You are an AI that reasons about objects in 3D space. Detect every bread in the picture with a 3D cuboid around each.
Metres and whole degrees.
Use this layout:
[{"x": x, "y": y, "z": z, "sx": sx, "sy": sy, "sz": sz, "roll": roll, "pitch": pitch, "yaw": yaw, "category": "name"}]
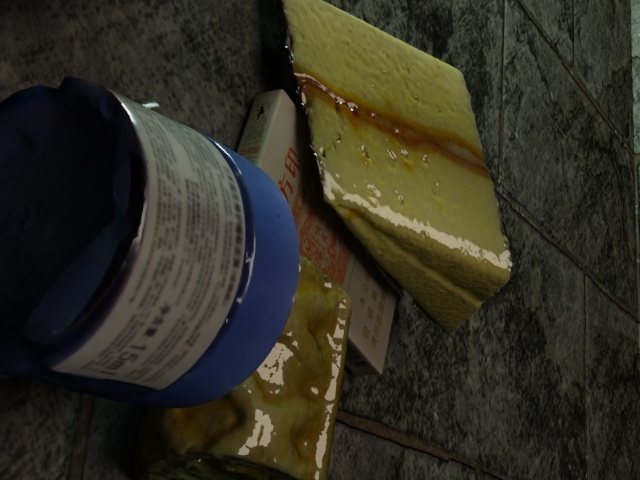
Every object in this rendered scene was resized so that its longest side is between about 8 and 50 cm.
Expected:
[{"x": 0.063, "y": -0.100, "z": 1.454, "sx": 0.404, "sy": 0.242, "sz": 0.346, "roll": 13, "pitch": 59, "yaw": -26, "category": "bread"}, {"x": -0.081, "y": 0.139, "z": 1.079, "sx": 0.238, "sy": 0.196, "sz": 0.252, "roll": 44, "pitch": 45, "yaw": -40, "category": "bread"}]

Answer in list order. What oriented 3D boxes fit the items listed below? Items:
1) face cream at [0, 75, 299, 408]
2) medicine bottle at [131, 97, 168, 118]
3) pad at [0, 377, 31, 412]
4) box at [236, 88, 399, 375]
[{"x": -0.176, "y": 0.007, "z": 0.890, "sx": 0.225, "sy": 0.248, "sz": 0.249, "roll": 28, "pitch": 60, "yaw": -56, "category": "face cream"}, {"x": -0.226, "y": -0.097, "z": 1.017, "sx": 0.199, "sy": 0.057, "sz": 0.058, "roll": -28, "pitch": 107, "yaw": -57, "category": "medicine bottle"}, {"x": -0.315, "y": 0.073, "z": 0.885, "sx": 0.127, "sy": 0.004, "sz": 0.190, "roll": -52, "pitch": 127, "yaw": -50, "category": "pad"}, {"x": 0.000, "y": -0.001, "z": 1.373, "sx": 0.365, "sy": 0.051, "sz": 0.205, "roll": 50, "pitch": 43, "yaw": -41, "category": "box"}]
